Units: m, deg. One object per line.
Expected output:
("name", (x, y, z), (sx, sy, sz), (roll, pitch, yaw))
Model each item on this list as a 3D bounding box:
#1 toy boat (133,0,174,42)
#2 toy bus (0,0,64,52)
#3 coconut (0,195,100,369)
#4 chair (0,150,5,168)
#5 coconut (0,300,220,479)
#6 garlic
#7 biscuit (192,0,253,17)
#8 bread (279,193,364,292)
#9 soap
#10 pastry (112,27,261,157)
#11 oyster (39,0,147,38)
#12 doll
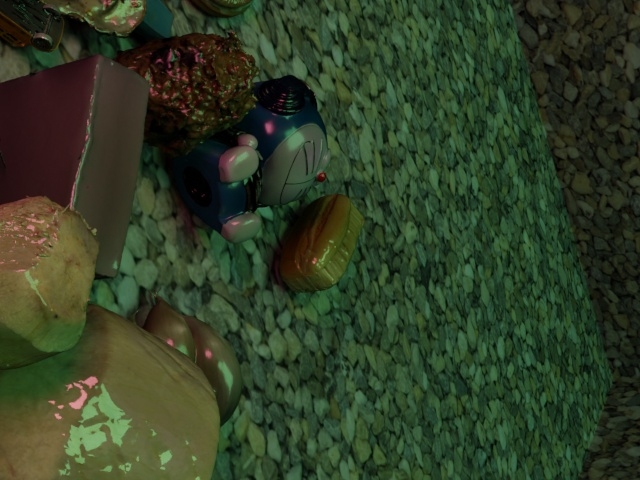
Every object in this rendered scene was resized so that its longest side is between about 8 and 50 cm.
("toy boat", (-0.331, -0.400, 1.475), (0.185, 0.077, 0.075), (34, 57, -58))
("toy bus", (-0.460, -0.339, 1.267), (0.162, 0.074, 0.069), (36, 49, -44))
("coconut", (-0.339, 0.050, 0.928), (0.194, 0.194, 0.194), (11, 76, -54))
("chair", (-0.428, -0.128, 1.090), (0.042, 0.037, 0.086), (-24, 95, -19))
("coconut", (-0.328, 0.281, 1.131), (0.415, 0.415, 0.345), (49, 24, -39))
("garlic", (-0.246, 0.233, 1.460), (0.237, 0.210, 0.292), (18, 72, -16))
("biscuit", (-0.199, -0.560, 1.663), (0.259, 0.079, 0.259), (10, 77, -54))
("bread", (0.000, 0.000, 1.811), (0.106, 0.140, 0.236), (54, 42, -31))
("soap", (-0.381, -0.082, 1.153), (0.107, 0.296, 0.285), (26, 66, -50))
("pastry", (-0.229, -0.241, 1.428), (0.275, 0.275, 0.193), (-32, 115, -52))
("oyster", (-0.415, -0.423, 1.311), (0.345, 0.078, 0.129), (23, 91, -38))
("doll", (-0.118, -0.163, 1.599), (0.310, 0.240, 0.284), (-34, 155, -37))
